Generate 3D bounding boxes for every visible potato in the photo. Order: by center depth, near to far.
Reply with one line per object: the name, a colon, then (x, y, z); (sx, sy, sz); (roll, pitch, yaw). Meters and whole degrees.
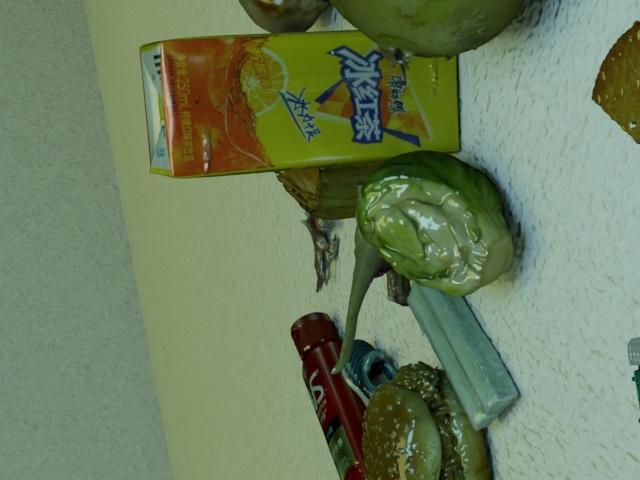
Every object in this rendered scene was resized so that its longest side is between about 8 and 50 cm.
potato: (0.109, -0.350, 0.945); (0.269, 0.219, 0.359); (-115, 29, -55)

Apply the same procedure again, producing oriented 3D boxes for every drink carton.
drink carton: (-0.018, -0.160, 1.145); (0.111, 0.351, 0.154); (-159, 64, -66)

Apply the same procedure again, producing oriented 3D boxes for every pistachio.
pistachio: (-0.063, -0.379, 1.487); (0.215, 0.144, 0.143); (-122, 31, -62)

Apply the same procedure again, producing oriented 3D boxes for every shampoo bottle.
shampoo bottle: (0.032, 0.252, 1.531); (0.118, 0.076, 0.314); (104, 151, -48)

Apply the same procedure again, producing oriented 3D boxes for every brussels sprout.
brussels sprout: (0.133, -0.023, 1.104); (0.183, 0.145, 0.131); (33, 109, 15)

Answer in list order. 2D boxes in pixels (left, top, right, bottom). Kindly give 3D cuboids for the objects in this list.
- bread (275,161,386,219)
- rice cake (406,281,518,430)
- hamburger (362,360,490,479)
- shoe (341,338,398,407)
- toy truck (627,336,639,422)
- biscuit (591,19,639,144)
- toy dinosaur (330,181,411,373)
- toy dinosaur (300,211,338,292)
bread: (0.015, -0.153, 1.363); (0.253, 0.143, 0.227); (-131, 40, -51)
rice cake: (0.164, 0.122, 1.197); (0.085, 0.040, 0.226); (105, 150, -42)
hamburger: (0.117, 0.259, 1.253); (0.189, 0.122, 0.215); (165, 99, -71)
shoe: (0.076, 0.187, 1.417); (0.143, 0.064, 0.071); (-125, 34, -46)
toy truck: (0.292, 0.121, 0.865); (0.039, 0.044, 0.083); (164, 99, -66)
biscuit: (0.296, -0.116, 0.802); (0.206, 0.025, 0.126); (-124, 33, -48)
toy dinosaur: (0.071, 0.030, 1.217); (0.251, 0.072, 0.199); (-42, -49, -73)
toy dinosaur: (-0.001, 0.000, 1.602); (0.220, 0.032, 0.108); (90, 156, -44)
